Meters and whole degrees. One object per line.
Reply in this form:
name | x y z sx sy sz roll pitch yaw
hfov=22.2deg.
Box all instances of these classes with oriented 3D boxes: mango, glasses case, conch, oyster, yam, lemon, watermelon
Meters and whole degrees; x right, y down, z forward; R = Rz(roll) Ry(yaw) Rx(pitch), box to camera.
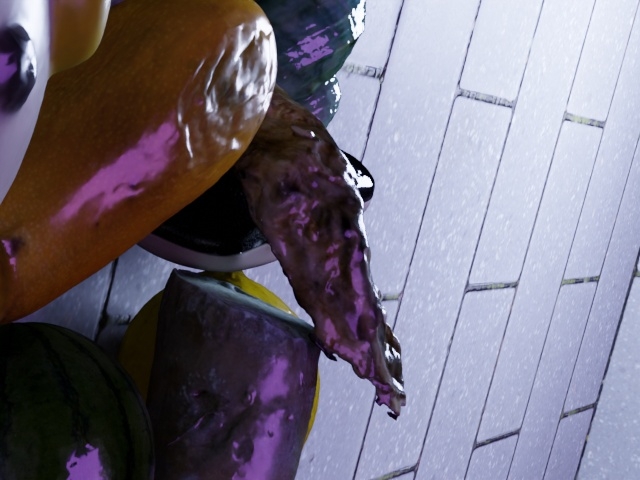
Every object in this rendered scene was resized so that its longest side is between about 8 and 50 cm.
mango | -0.161 -0.059 1.109 0.359 0.187 0.144 -44 102 -30
glasses case | -0.058 -0.037 1.401 0.314 0.122 0.075 -25 135 -60
conch | -0.028 -0.168 1.382 0.176 0.122 0.188 -88 -161 -89
oyster | 0.003 -0.003 1.259 0.094 0.294 0.166 -32 -168 2
yam | -0.084 0.184 1.210 0.133 0.133 0.330 40 60 -64
lemon | -0.088 0.119 1.380 0.178 0.178 0.203 16 81 -66
watermelon | -0.206 0.164 1.127 0.188 0.188 0.215 -6 93 -64

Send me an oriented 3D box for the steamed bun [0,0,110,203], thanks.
steamed bun | -0.255 -0.135 0.671 0.334 0.333 0.374 -5 94 -64
